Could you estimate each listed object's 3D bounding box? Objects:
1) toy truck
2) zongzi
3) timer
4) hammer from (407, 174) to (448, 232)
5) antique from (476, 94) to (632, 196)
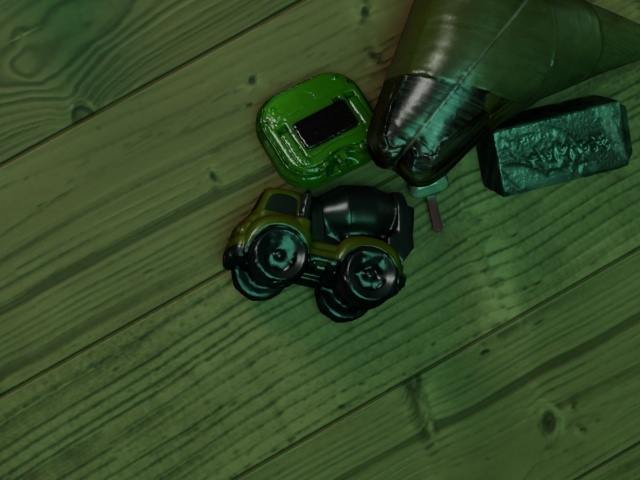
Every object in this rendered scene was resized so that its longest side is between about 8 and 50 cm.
[{"bbox_3d":[0.000,0.000,1.656,0.224,0.147,0.165,13,75,-11],"label":"toy truck"},{"bbox_3d":[0.236,-0.170,1.593,0.317,0.154,0.289,20,82,-2],"label":"zongzi"},{"bbox_3d":[-0.001,-0.135,1.633,0.140,0.047,0.128,-27,70,-11],"label":"timer"},{"bbox_3d":[0.142,-0.048,1.719,0.052,0.031,0.083,-17,111,-4],"label":"hammer"},{"bbox_3d":[0.295,-0.122,1.702,0.183,0.086,0.088,-14,105,-8],"label":"antique"}]
